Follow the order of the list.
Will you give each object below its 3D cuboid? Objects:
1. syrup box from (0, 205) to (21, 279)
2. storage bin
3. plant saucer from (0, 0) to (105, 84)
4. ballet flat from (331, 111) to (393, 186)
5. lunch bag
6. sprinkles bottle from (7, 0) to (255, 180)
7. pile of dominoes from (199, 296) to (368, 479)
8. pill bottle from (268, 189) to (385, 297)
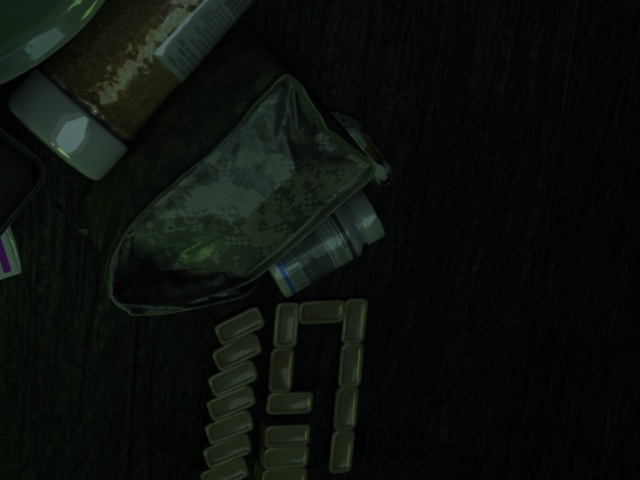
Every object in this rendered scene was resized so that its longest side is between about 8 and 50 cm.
[{"bbox_3d":[-0.436,0.013,1.385,0.237,0.093,0.096,-17,119,-12],"label":"syrup box"},{"bbox_3d":[-0.360,-0.035,1.295,0.122,0.084,0.180,40,84,-11],"label":"storage bin"},{"bbox_3d":[-0.288,-0.225,1.168,0.400,0.400,0.100,-36,81,-1],"label":"plant saucer"},{"bbox_3d":[0.047,-0.102,1.539,0.041,0.041,0.114,-41,121,3],"label":"ballet flat"},{"bbox_3d":[-0.117,-0.060,1.383,0.287,0.235,0.169,-42,118,4],"label":"lunch bag"},{"bbox_3d":[-0.149,-0.227,1.335,0.355,0.121,0.121,-49,121,-1],"label":"sprinkles bottle"},{"bbox_3d":[-0.050,0.185,1.660,0.196,0.040,0.251,0,107,-19],"label":"pile of dominoes"},{"bbox_3d":[0.000,0.000,1.548,0.137,0.078,0.078,-30,121,-4],"label":"pill bottle"}]
